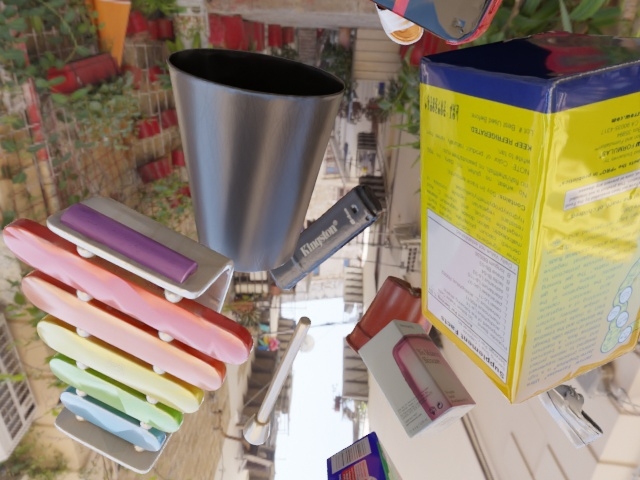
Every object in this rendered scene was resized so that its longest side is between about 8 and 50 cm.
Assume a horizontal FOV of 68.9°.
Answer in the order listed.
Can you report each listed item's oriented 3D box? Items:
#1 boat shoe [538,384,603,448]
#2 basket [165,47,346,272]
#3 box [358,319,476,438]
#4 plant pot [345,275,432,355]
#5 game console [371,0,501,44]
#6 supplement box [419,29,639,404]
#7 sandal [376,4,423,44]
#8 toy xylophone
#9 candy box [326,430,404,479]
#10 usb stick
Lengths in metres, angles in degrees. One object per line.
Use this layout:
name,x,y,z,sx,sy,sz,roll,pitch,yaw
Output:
boat shoe,0.609,0.402,1.160,0.088,0.267,0.096,-35,-173,18
basket,-0.084,-0.089,0.558,0.204,0.227,0.154,22,-145,19
box,0.222,0.316,1.082,0.148,0.127,0.232,20,-149,-50
plant pot,0.265,0.282,1.604,0.272,0.265,0.272,25,-172,-4
game console,0.231,-0.608,0.879,0.342,0.387,0.060,36,-131,14
supplement box,0.246,-0.032,0.535,0.195,0.357,0.194,-16,-149,-16
sandal,0.188,-0.639,1.241,0.102,0.265,0.076,-26,-149,20
toy xylophone,-0.143,0.105,0.423,0.236,0.323,0.081,20,-142,6
candy box,0.136,0.530,0.764,0.122,0.317,0.268,-29,-176,1
usb stick,0.000,0.000,0.880,0.045,0.278,0.077,-2,-122,-53
